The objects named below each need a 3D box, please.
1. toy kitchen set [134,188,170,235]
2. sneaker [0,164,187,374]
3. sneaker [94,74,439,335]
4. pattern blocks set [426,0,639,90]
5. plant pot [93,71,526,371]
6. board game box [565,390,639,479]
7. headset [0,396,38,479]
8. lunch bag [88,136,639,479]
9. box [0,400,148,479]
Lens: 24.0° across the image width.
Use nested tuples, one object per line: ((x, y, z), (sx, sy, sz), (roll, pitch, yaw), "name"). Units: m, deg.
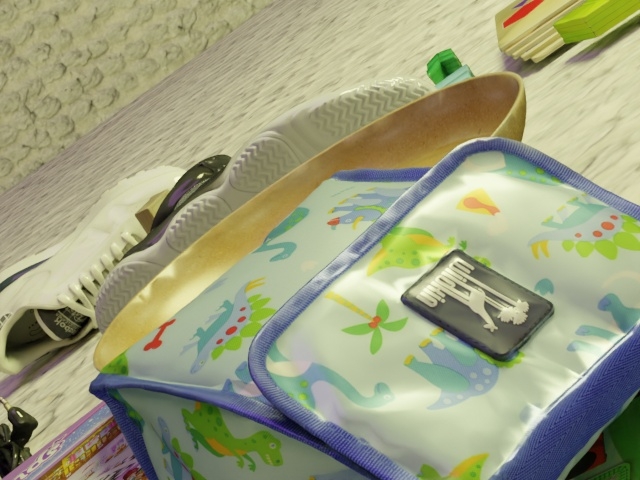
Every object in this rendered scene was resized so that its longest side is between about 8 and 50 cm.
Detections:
((-0.129, 0.002, 1.200), (0.083, 0.075, 0.068), (-23, 17, 35), "toy kitchen set")
((-0.186, 0.030, 1.284), (0.235, 0.090, 0.095), (-38, 25, 13), "sneaker")
((-0.029, -0.031, 0.988), (0.268, 0.101, 0.153), (-36, 15, 15), "sneaker")
((0.211, -0.195, 1.109), (0.325, 0.026, 0.285), (-32, 13, 23), "pattern blocks set")
((0.000, 0.000, 0.700), (0.236, 0.032, 0.236), (-32, 13, 9), "plant pot")
((0.042, 0.099, 0.474), (0.211, 0.039, 0.160), (-34, 13, 17), "board game box")
((-0.357, 0.181, 0.872), (0.394, 0.243, 0.185), (-15, 13, -29), "headset")
((0.028, 0.038, 0.447), (0.151, 0.096, 0.129), (3, 37, 48), "lunch bag")
((-0.082, 0.119, 0.692), (0.293, 0.057, 0.201), (-38, 13, -6), "box")
